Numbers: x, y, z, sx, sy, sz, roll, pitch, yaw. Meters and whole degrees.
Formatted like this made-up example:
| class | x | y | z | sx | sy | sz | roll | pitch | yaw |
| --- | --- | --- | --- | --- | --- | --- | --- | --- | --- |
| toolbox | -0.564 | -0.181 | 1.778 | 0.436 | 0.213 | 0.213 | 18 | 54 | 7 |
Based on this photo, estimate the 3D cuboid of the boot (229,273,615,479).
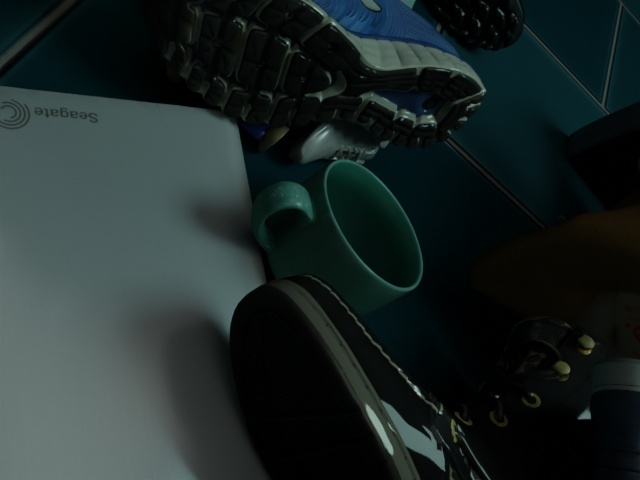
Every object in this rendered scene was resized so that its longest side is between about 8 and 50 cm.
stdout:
| class | x | y | z | sx | sy | sz | roll | pitch | yaw |
| --- | --- | --- | --- | --- | --- | --- | --- | --- | --- |
| boot | 0.122 | 0.148 | 0.509 | 0.284 | 0.138 | 0.377 | -34 | 89 | -41 |

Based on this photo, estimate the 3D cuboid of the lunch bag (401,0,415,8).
| class | x | y | z | sx | sy | sz | roll | pitch | yaw |
| --- | --- | --- | --- | --- | --- | --- | --- | --- | --- |
| lunch bag | 0.000 | -0.346 | 0.672 | 0.223 | 0.160 | 0.262 | 15 | 78 | -35 |

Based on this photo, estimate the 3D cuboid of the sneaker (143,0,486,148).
| class | x | y | z | sx | sy | sz | roll | pitch | yaw |
| --- | --- | --- | --- | --- | --- | --- | --- | --- | --- |
| sneaker | -0.004 | -0.187 | 0.585 | 0.330 | 0.129 | 0.147 | 10 | 47 | -33 |

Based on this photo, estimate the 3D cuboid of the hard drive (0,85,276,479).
| class | x | y | z | sx | sy | sz | roll | pitch | yaw |
| --- | --- | --- | --- | --- | --- | --- | --- | --- | --- |
| hard drive | -0.144 | 0.059 | 0.473 | 0.233 | 0.047 | 0.352 | -1 | 72 | -36 |

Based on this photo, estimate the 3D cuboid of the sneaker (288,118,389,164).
| class | x | y | z | sx | sy | sz | roll | pitch | yaw |
| --- | --- | --- | --- | --- | --- | --- | --- | --- | --- |
| sneaker | 0.030 | -0.107 | 0.660 | 0.152 | 0.054 | 0.061 | -34 | 95 | -40 |

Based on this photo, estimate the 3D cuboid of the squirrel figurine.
| class | x | y | z | sx | sy | sz | roll | pitch | yaw |
| --- | --- | --- | --- | --- | --- | --- | --- | --- | --- |
| squirrel figurine | 0.413 | 0.011 | 0.675 | 0.281 | 0.397 | 0.370 | 53 | 39 | 6 |

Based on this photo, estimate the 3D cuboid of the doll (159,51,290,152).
| class | x | y | z | sx | sy | sz | roll | pitch | yaw |
| --- | --- | --- | --- | --- | --- | --- | --- | --- | --- |
| doll | -0.095 | -0.179 | 0.603 | 0.189 | 0.046 | 0.129 | 48 | 51 | -14 |

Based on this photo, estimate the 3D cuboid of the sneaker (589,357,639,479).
| class | x | y | z | sx | sy | sz | roll | pitch | yaw |
| --- | --- | --- | --- | --- | --- | --- | --- | --- | --- |
| sneaker | 0.262 | 0.205 | 0.457 | 0.226 | 0.086 | 0.163 | 33 | 58 | -28 |

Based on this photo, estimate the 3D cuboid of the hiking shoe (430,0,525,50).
| class | x | y | z | sx | sy | sz | roll | pitch | yaw |
| --- | --- | --- | --- | --- | --- | --- | --- | --- | --- |
| hiking shoe | 0.184 | -0.401 | 0.848 | 0.304 | 0.113 | 0.132 | 49 | 52 | -9 |

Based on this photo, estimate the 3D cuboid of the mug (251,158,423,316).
| class | x | y | z | sx | sy | sz | roll | pitch | yaw |
| --- | --- | --- | --- | --- | --- | --- | --- | --- | --- |
| mug | 0.005 | -0.002 | 0.556 | 0.158 | 0.097 | 0.129 | 46 | 33 | -17 |

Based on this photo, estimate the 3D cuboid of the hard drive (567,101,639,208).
| class | x | y | z | sx | sy | sz | roll | pitch | yaw |
| --- | --- | --- | --- | --- | --- | --- | --- | --- | --- |
| hard drive | 0.471 | -0.111 | 0.853 | 0.172 | 0.255 | 0.054 | 47 | 67 | -11 |
